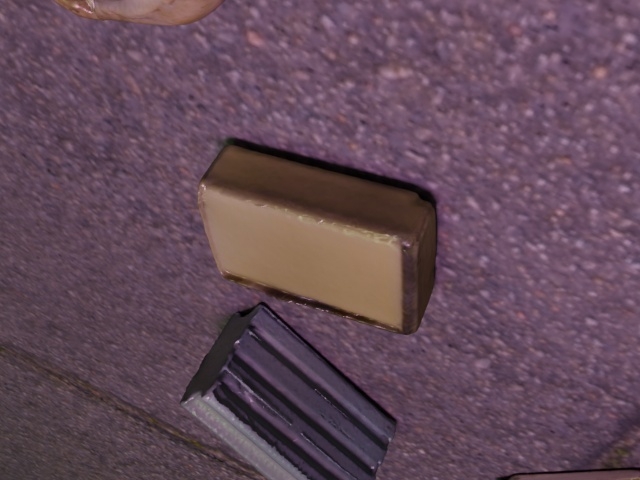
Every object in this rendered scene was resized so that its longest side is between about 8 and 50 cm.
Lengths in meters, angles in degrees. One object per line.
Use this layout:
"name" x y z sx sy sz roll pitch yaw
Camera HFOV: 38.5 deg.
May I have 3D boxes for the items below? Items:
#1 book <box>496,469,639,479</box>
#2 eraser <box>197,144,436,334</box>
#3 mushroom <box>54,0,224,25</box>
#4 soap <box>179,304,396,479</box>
"book" 0.285 0.281 0.880 0.192 0.013 0.168 45 142 -21
"eraser" 0.000 0.000 0.692 0.172 0.058 0.117 16 143 19
"mushroom" -0.111 -0.180 0.502 0.148 0.112 0.148 23 139 21
"soap" -0.026 0.167 0.870 0.198 0.114 0.063 45 143 -18
